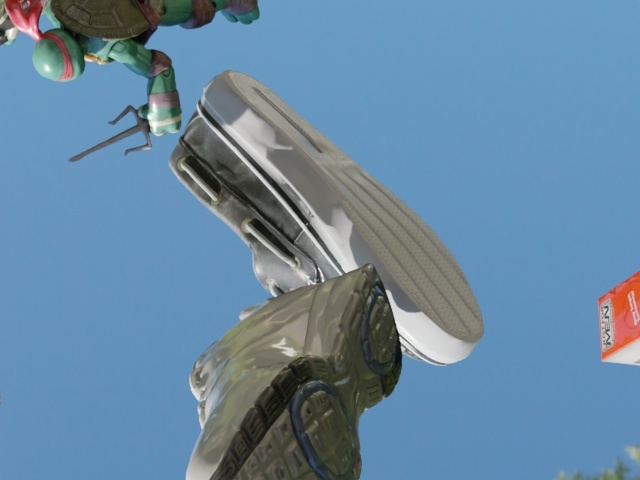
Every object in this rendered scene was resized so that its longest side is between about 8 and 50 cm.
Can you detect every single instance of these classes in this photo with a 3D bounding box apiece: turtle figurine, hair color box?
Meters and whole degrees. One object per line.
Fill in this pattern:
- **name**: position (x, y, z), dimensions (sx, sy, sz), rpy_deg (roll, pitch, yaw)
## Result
- **turtle figurine**: position (-0.161, -0.160, 1.222), dimensions (0.175, 0.118, 0.234), rpy_deg (43, -129, 7)
- **hair color box**: position (0.222, 0.033, 0.898), dimensions (0.072, 0.141, 0.043), rpy_deg (7, -114, -18)

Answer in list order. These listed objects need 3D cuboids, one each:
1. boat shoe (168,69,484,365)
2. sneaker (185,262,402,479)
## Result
- **boat shoe**: position (0.000, 0.000, 1.311), dimensions (0.121, 0.119, 0.335), rpy_deg (5, -144, -53)
- **sneaker**: position (-0.034, 0.115, 1.082), dimensions (0.129, 0.111, 0.297), rpy_deg (-11, -164, 21)
